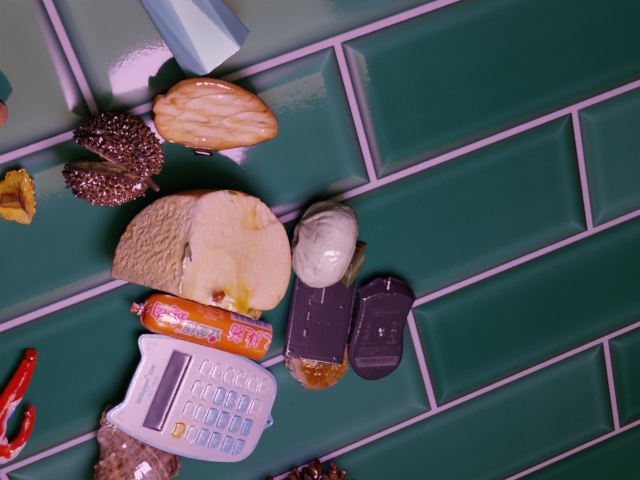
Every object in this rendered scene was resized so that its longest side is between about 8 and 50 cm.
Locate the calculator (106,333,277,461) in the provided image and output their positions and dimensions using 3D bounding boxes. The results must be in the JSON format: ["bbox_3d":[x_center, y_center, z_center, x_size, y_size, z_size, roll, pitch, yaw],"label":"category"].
[{"bbox_3d":[-0.271,0.357,1.866,0.386,0.054,0.256,24,84,-26],"label":"calculator"}]

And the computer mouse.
[{"bbox_3d":[0.129,0.193,1.934,0.147,0.088,0.264,3,114,-25],"label":"computer mouse"}]

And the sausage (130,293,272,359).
[{"bbox_3d":[-0.260,0.181,1.802,0.312,0.093,0.093,19,106,-26],"label":"sausage"}]

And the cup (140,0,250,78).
[{"bbox_3d":[-0.250,-0.432,1.516,0.148,0.134,0.235,-36,117,-3],"label":"cup"}]

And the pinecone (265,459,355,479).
[{"bbox_3d":[-0.047,0.665,2.019,0.309,0.244,0.244,-29,119,-17],"label":"pinecone"}]

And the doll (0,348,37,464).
[{"bbox_3d":[-0.709,0.402,1.767,0.188,0.099,0.384,7,108,-20],"label":"doll"}]

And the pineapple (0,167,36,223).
[{"bbox_3d":[-0.605,-0.075,1.592,0.114,0.077,0.114,-8,119,-11],"label":"pineapple"}]

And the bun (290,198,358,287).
[{"bbox_3d":[0.000,0.000,1.754,0.118,0.195,0.195,18,107,-12],"label":"bun"}]

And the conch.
[{"bbox_3d":[-0.416,0.516,1.867,0.210,0.159,0.291,-11,114,-11],"label":"conch"}]

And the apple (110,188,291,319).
[{"bbox_3d":[-0.219,0.046,1.673,0.314,0.252,0.309,-40,151,22],"label":"apple"}]

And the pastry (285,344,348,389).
[{"bbox_3d":[-0.004,0.274,1.934,0.153,0.081,0.153,-4,113,-10],"label":"pastry"}]

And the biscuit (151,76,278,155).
[{"bbox_3d":[-0.202,-0.240,1.625,0.260,0.041,0.203,10,141,-29],"label":"biscuit"}]

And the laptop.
[{"bbox_3d":[0.002,0.170,1.875,0.154,0.026,0.207,12,83,-21],"label":"laptop"}]

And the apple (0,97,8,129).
[{"bbox_3d":[-0.663,-0.217,1.453,0.188,0.207,0.174,-54,157,0],"label":"apple"}]

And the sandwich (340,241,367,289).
[{"bbox_3d":[0.080,0.056,1.844,0.074,0.116,0.074,4,112,-18],"label":"sandwich"}]

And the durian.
[{"bbox_3d":[-0.385,-0.146,1.574,0.196,0.167,0.196,8,117,17],"label":"durian"}]
